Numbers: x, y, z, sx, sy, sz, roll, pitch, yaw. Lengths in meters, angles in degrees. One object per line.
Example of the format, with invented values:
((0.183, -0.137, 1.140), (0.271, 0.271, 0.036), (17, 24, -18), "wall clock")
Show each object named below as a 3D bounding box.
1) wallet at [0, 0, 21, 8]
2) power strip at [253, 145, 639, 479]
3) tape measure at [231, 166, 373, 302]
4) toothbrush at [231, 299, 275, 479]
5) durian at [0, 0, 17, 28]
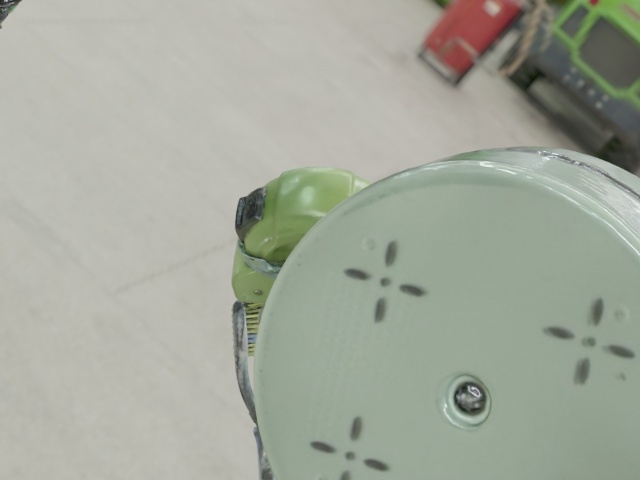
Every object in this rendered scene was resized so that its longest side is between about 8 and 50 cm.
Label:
((-0.161, -0.330, 1.281), (0.335, 0.068, 0.275), (-2, 76, -23), "wallet")
((0.122, 0.096, 1.104), (0.357, 0.357, 0.161), (45, 23, 13), "power strip")
((0.000, 0.000, 1.375), (0.154, 0.177, 0.087), (78, 13, -54), "tape measure")
((-0.065, 0.244, 1.705), (0.042, 0.413, 0.035), (-5, 29, -2), "toothbrush")
((-0.417, -0.247, 1.442), (0.224, 0.291, 0.291), (39, 16, -15), "durian")
